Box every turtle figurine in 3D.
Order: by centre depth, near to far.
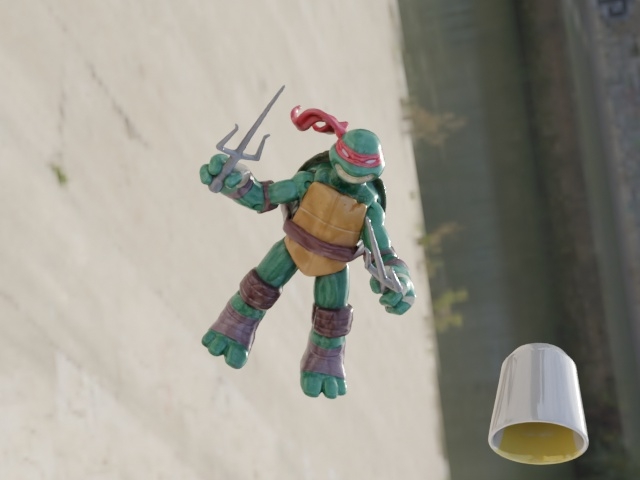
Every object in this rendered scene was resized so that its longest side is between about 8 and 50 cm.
[{"bbox_3d":[0.000,0.000,1.112,0.118,0.175,0.234,-39,155,-53],"label":"turtle figurine"}]

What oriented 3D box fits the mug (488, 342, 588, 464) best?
[{"bbox_3d":[0.136,0.105,0.982,0.078,0.062,0.064,130,-29,-52],"label":"mug"}]
